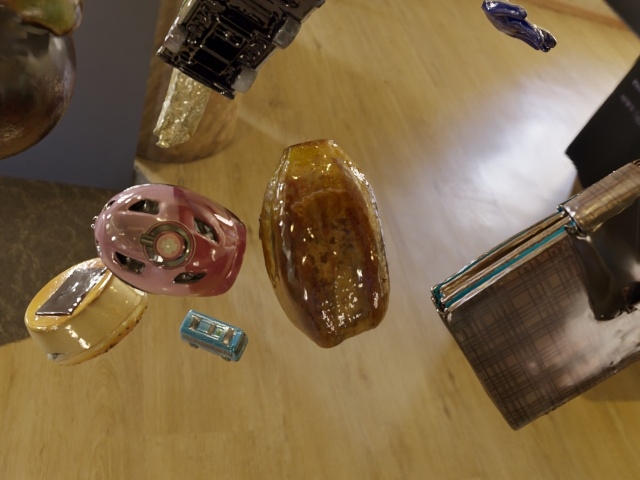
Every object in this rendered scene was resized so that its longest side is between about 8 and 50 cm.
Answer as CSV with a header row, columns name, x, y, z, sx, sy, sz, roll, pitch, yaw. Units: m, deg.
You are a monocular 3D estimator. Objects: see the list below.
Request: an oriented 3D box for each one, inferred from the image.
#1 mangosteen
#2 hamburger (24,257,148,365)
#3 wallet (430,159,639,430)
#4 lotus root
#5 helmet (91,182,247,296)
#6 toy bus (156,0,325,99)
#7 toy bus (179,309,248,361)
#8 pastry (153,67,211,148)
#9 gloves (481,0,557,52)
name,x,y,z,sx,sy,sz,roll,pitch,yaw
mangosteen,-0.274,-0.171,0.452,0.194,0.230,0.194,33,25,-18
hamburger,-0.573,0.178,1.479,0.300,0.176,0.300,-19,31,12
wallet,0.189,0.017,0.356,0.124,0.230,0.042,54,9,-27
lotus root,0.001,-0.002,0.877,0.193,0.291,0.193,-11,13,2
helmet,-0.272,-0.001,1.024,0.253,0.198,0.154,15,-1,14
toy bus,-0.103,-0.355,0.856,0.143,0.305,0.179,27,65,-23
toy bus,-0.137,0.123,0.766,0.083,0.046,0.038,21,60,7
pastry,-0.263,-0.315,1.195,0.089,0.258,0.121,18,22,-22
gloves,0.200,-0.219,0.601,0.086,0.026,0.064,44,16,9
